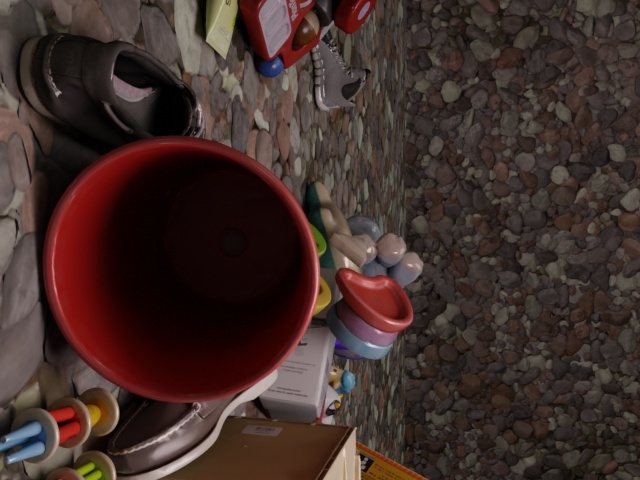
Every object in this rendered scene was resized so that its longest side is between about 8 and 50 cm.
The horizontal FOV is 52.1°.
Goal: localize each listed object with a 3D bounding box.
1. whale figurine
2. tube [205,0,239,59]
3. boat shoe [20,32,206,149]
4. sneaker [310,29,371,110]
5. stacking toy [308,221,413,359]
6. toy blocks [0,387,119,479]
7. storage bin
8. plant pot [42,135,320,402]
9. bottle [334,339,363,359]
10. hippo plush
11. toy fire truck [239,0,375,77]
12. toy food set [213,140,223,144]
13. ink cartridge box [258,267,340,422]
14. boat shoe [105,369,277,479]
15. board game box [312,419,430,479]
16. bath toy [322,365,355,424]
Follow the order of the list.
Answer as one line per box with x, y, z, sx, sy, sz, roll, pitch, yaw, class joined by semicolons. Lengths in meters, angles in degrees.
0.000;0.000;1.464;0.216;0.141;0.272;67;5;-58;whale figurine
-0.138;-0.400;0.975;0.070;0.062;0.240;9;89;-40;tube
-0.192;-0.145;0.746;0.335;0.096;0.112;13;81;-74;boat shoe
0.050;-0.413;1.502;0.086;0.132;0.228;-62;151;-57;sneaker
-0.007;0.090;1.179;0.130;0.309;0.279;-57;-148;25;stacking toy
-0.262;0.219;0.640;0.148;0.054;0.123;4;88;-75;toy blocks
-0.099;0.325;0.861;0.260;0.262;0.123;-14;104;-74;storage bin
-0.126;0.015;0.747;0.243;0.275;0.275;-58;148;-80;plant pot
0.055;0.234;1.666;0.283;0.118;0.092;55;43;-64;bottle
0.158;0.043;1.770;0.294;0.234;0.236;51;24;-29;hippo plush
-0.036;-0.412;1.123;0.254;0.169;0.302;-51;172;-8;toy fire truck
-0.161;-0.103;1.008;0.078;0.019;0.122;63;33;-61;toy food set
-0.032;0.209;1.298;0.197;0.114;0.272;86;14;-63;ink cartridge box
-0.163;0.195;0.854;0.324;0.117;0.096;-31;117;-58;boat shoe
0.051;0.601;1.080;0.356;0.357;0.356;-43;139;-36;board game box
-0.017;0.427;1.423;0.348;0.129;0.151;-66;154;-51;bath toy
